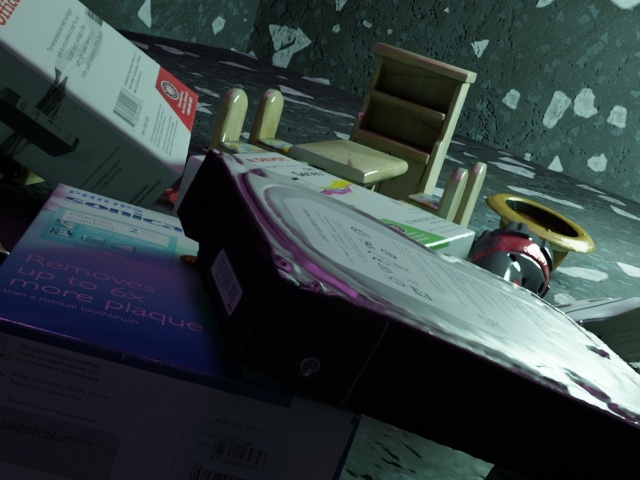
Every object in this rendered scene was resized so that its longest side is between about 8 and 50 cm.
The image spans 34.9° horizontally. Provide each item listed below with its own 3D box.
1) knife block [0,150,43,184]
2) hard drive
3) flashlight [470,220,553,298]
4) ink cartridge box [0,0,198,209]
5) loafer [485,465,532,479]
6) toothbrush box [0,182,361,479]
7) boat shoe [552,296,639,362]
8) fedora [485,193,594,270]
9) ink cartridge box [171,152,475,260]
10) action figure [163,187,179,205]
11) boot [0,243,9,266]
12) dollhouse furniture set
[{"bbox_3d":[-0.350,-0.119,1.224,0.275,0.088,0.242,8,17,-33],"label":"knife block"},{"bbox_3d":[0.081,0.060,0.665,0.339,0.064,0.237,26,12,-22],"label":"hard drive"},{"bbox_3d":[0.195,0.071,1.097,0.103,0.103,0.304,14,23,9],"label":"flashlight"},{"bbox_3d":[-0.282,-0.166,1.128,0.273,0.114,0.197,38,26,-23],"label":"ink cartridge box"},{"bbox_3d":[0.212,0.162,0.835,0.080,0.078,0.220,24,16,26],"label":"loafer"},{"bbox_3d":[-0.107,0.079,0.675,0.216,0.126,0.295,17,13,-9],"label":"toothbrush box"},{"bbox_3d":[0.335,0.097,1.217,0.226,0.083,0.076,4,16,-37],"label":"boat shoe"},{"bbox_3d":[0.341,-0.005,1.633,0.194,0.079,0.194,19,19,-7],"label":"fedora"},{"bbox_3d":[0.000,0.000,1.122,0.278,0.117,0.201,23,15,22],"label":"ink cartridge box"},{"bbox_3d":[-0.153,-0.050,1.319,0.115,0.030,0.038,14,19,-7],"label":"action figure"},{"bbox_3d":[-0.328,0.003,0.875,0.087,0.042,0.118,27,17,25],"label":"boot"},{"bbox_3d":[0.084,-0.163,1.565,0.362,0.257,0.394,21,14,17],"label":"dollhouse furniture set"}]
